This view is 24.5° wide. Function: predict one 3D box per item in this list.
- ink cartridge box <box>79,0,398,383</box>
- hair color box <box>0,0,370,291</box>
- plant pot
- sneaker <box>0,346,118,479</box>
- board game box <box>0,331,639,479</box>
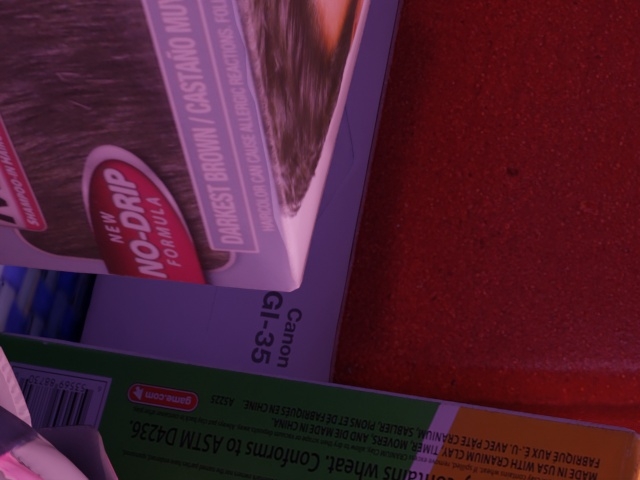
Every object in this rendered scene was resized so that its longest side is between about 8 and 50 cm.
[{"bbox_3d":[0.000,0.000,0.730,0.283,0.117,0.207,55,45,-70],"label":"ink cartridge box"},{"bbox_3d":[-0.032,-0.189,0.459,0.185,0.114,0.374,80,20,-51],"label":"hair color box"},{"bbox_3d":[0.164,-0.020,0.640,0.267,0.236,0.267,54,46,-71],"label":"plant pot"},{"bbox_3d":[-0.110,0.069,0.313,0.319,0.112,0.131,74,12,-69],"label":"sneaker"},{"bbox_3d":[0.043,0.123,0.594,0.316,0.242,0.064,39,61,-58],"label":"board game box"}]
